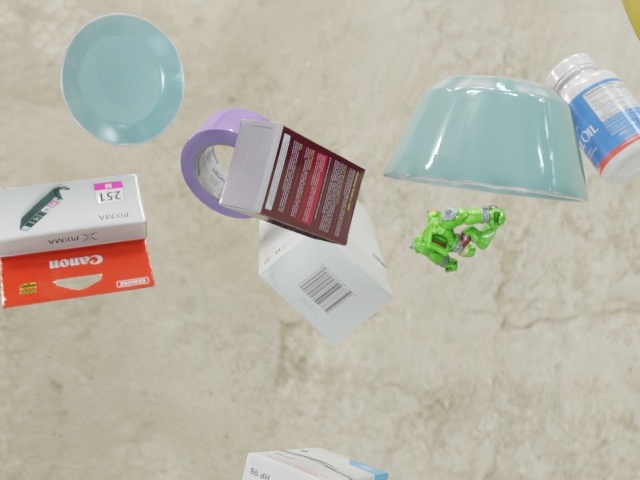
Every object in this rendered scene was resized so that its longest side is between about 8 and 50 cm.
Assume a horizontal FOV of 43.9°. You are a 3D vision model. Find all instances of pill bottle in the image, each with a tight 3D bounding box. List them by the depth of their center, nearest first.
[{"bbox_3d":[0.494,-0.219,1.397,0.124,0.124,0.221,-27,62,1],"label":"pill bottle"}]

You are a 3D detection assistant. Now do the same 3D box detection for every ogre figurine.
[{"bbox_3d":[0.254,-0.009,1.513,0.118,0.197,0.097,15,72,-19],"label":"ogre figurine"}]

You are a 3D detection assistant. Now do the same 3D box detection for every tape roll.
[{"bbox_3d":[-0.151,-0.138,1.433,0.189,0.189,0.080,6,38,19],"label":"tape roll"}]

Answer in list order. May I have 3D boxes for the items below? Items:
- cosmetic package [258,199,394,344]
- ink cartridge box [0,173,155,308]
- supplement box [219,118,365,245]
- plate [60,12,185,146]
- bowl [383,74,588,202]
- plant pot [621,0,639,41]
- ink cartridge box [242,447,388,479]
[{"bbox_3d":[0.000,0.000,1.569,0.156,0.217,0.385,-39,24,16],"label":"cosmetic package"},{"bbox_3d":[-0.459,-0.006,1.470,0.275,0.060,0.239,-8,52,-16],"label":"ink cartridge box"},{"bbox_3d":[-0.034,-0.081,1.179,0.073,0.239,0.130,12,84,36],"label":"supplement box"},{"bbox_3d":[-0.284,-0.230,1.144,0.188,0.188,0.024,-54,35,-14],"label":"plate"},{"bbox_3d":[0.258,-0.156,1.213,0.311,0.311,0.163,8,93,19],"label":"bowl"},{"bbox_3d":[0.355,-0.230,0.517,0.239,0.254,0.254,-11,55,51],"label":"plant pot"},{"bbox_3d":[-0.015,0.273,0.871,0.104,0.180,0.060,11,86,34],"label":"ink cartridge box"}]
